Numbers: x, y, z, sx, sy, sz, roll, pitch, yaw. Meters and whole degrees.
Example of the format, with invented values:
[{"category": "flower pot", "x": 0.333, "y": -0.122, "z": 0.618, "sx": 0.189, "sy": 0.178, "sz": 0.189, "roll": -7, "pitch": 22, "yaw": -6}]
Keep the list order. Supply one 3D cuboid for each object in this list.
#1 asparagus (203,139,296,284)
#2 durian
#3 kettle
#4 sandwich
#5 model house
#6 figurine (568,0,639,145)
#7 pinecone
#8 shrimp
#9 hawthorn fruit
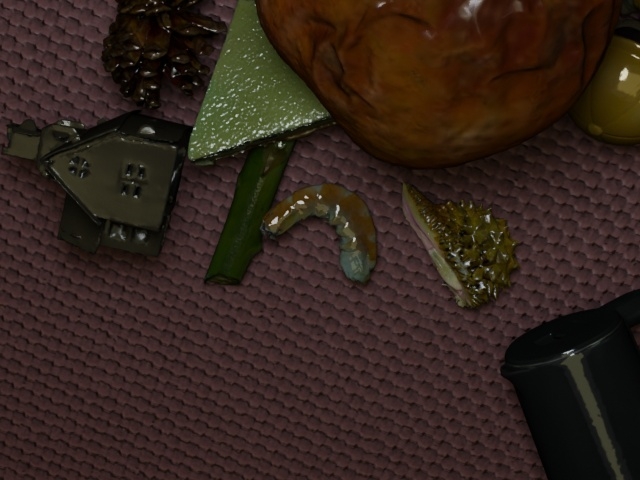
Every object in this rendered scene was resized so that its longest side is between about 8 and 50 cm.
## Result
[{"category": "asparagus", "x": -0.101, "y": -0.050, "z": 1.638, "sx": 0.067, "sy": 0.060, "sz": 0.278, "roll": 21, "pitch": 104, "yaw": 7}, {"category": "durian", "x": 0.195, "y": 0.000, "z": 1.617, "sx": 0.224, "sy": 0.078, "sz": 0.140, "roll": 43, "pitch": 102, "yaw": -7}, {"category": "kettle", "x": 0.427, "y": 0.257, "z": 1.602, "sx": 0.262, "sy": 0.203, "sz": 0.308, "roll": -22, "pitch": 98, "yaw": 11}, {"category": "sandwich", "x": -0.089, "y": -0.234, "z": 1.565, "sx": 0.245, "sy": 0.063, "sz": 0.212, "roll": -17, "pitch": 78, "yaw": 0}, {"category": "model house", "x": -0.322, "y": -0.091, "z": 1.565, "sx": 0.243, "sy": 0.211, "sz": 0.204, "roll": 13, "pitch": 102, "yaw": -4}, {"category": "figurine", "x": 0.434, "y": -0.246, "z": 1.499, "sx": 0.192, "sy": 0.167, "sz": 0.257, "roll": 39, "pitch": 101, "yaw": 9}, {"category": "pinecone", "x": -0.217, "y": -0.275, "z": 1.537, "sx": 0.150, "sy": 0.179, "sz": 0.195, "roll": 19, "pitch": 100, "yaw": -26}, {"category": "shrimp", "x": 0.000, "y": 0.000, "z": 1.627, "sx": 0.166, "sy": 0.049, "sz": 0.161, "roll": -13, "pitch": 97, "yaw": -14}, {"category": "hawthorn fruit", "x": 0.143, "y": -0.310, "z": 1.343, "sx": 0.472, "sy": 0.472, "sz": 0.472, "roll": 1, "pitch": 103, "yaw": 4}]
